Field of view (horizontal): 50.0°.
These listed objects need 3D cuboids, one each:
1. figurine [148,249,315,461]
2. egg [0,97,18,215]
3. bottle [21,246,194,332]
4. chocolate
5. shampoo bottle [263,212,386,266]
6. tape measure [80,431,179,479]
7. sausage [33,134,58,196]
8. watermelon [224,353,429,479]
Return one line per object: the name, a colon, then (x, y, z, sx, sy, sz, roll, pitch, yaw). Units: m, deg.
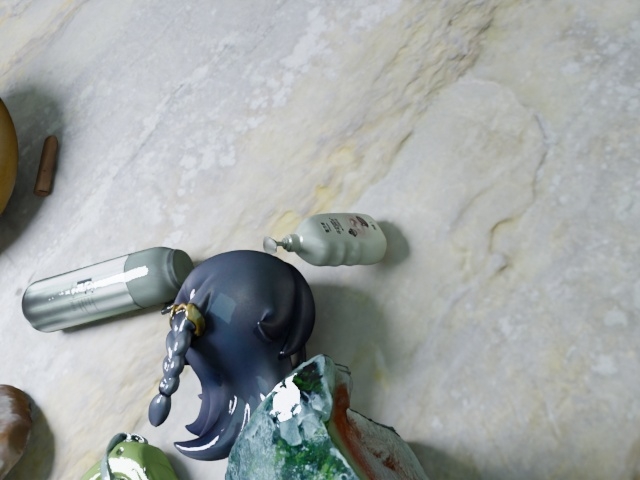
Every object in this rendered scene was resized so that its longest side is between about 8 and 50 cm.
figurine: (-0.089, 0.140, 0.781, 0.175, 0.197, 0.265, -8, 53, 8)
egg: (-0.635, -0.134, 1.095, 0.283, 0.282, 0.351, -16, 62, 18)
bottle: (-0.296, 0.075, 0.962, 0.254, 0.079, 0.096, -16, 99, 18)
chocolate: (-0.507, 0.301, 0.915, 0.254, 0.080, 0.157, -44, 34, -4)
shampoo bottle: (0.000, 0.000, 0.819, 0.077, 0.152, 0.045, 62, 143, 38)
tape measure: (-0.224, 0.322, 0.802, 0.154, 0.087, 0.177, -44, 54, 1)
sausage: (-0.466, -0.128, 1.168, 0.026, 0.026, 0.116, -12, 62, 20)
watermelon: (0.059, 0.256, 0.644, 0.290, 0.214, 0.319, 28, 125, 29)
